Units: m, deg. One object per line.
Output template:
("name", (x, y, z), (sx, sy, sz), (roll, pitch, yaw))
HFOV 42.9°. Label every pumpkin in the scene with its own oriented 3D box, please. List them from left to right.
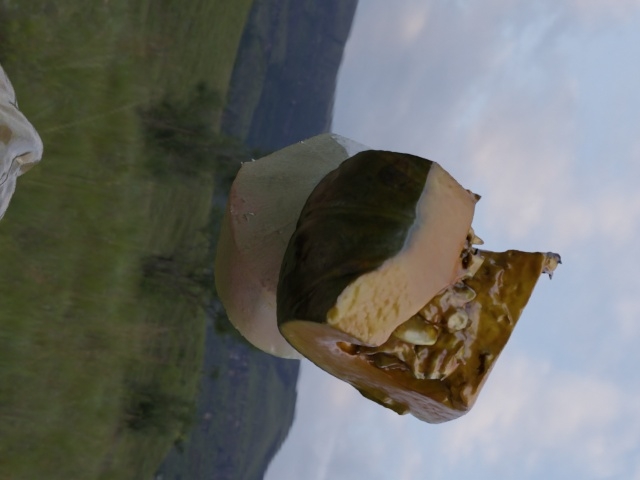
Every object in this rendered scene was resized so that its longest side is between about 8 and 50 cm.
("pumpkin", (0.094, 0.053, 0.913), (0.256, 0.303, 0.225), (-4, -128, 61))

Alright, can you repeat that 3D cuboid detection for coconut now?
("coconut", (0.000, 0.000, 1.178), (0.309, 0.297, 0.297), (122, -25, -55))

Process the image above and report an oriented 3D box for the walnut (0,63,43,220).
("walnut", (-0.602, -0.155, 1.219), (0.381, 0.381, 0.381), (-167, -90, -74))
